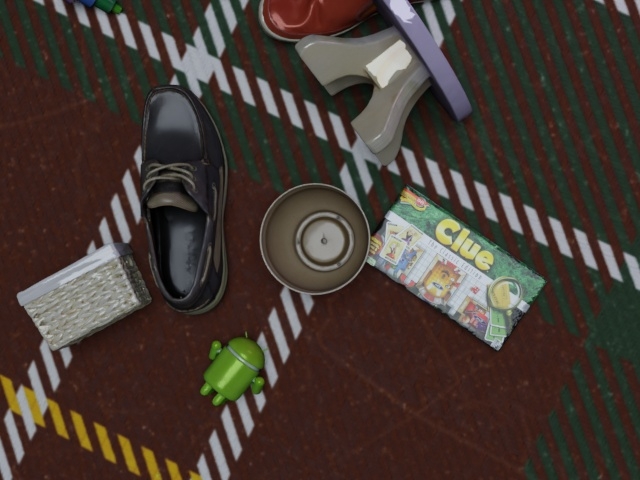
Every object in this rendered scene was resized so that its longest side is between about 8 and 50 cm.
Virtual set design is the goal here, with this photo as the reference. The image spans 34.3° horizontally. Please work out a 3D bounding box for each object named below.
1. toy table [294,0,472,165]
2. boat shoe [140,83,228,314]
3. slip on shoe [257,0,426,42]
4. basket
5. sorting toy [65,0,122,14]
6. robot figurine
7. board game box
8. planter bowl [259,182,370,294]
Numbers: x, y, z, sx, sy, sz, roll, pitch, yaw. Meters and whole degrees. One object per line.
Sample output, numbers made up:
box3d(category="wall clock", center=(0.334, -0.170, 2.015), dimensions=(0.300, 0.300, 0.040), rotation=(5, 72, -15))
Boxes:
box3d(category="toy table", center=(0.089, -0.241, 1.502), dimensions=(0.161, 0.252, 0.274), rotation=(-36, 118, 5))
box3d(category="boat shoe", center=(-0.203, -0.066, 1.552), dimensions=(0.133, 0.130, 0.355), rotation=(-10, 87, 2))
box3d(category="slip on shoe", center=(0.062, -0.388, 1.569), dimensions=(0.332, 0.101, 0.123), rotation=(-15, 88, 4))
box3d(category="basket", center=(-0.349, 0.085, 1.563), dimensions=(0.167, 0.113, 0.103), rotation=(-29, 88, 2))
box3d(category="sorting toy", center=(-0.261, -0.494, 1.571), dimensions=(0.126, 0.127, 0.365), rotation=(29, 109, -23))
box3d(category="robot figurine", center=(-0.131, 0.196, 1.568), dimensions=(0.101, 0.067, 0.115), rotation=(38, 90, 12))
box3d(category="board game box", center=(0.200, 0.041, 1.578), dimensions=(0.260, 0.030, 0.136), rotation=(34, 87, 4))
box3d(category="planter bowl", center=(0.000, 0.000, 1.547), dimensions=(0.162, 0.109, 0.162), rotation=(0, 87, 9))
